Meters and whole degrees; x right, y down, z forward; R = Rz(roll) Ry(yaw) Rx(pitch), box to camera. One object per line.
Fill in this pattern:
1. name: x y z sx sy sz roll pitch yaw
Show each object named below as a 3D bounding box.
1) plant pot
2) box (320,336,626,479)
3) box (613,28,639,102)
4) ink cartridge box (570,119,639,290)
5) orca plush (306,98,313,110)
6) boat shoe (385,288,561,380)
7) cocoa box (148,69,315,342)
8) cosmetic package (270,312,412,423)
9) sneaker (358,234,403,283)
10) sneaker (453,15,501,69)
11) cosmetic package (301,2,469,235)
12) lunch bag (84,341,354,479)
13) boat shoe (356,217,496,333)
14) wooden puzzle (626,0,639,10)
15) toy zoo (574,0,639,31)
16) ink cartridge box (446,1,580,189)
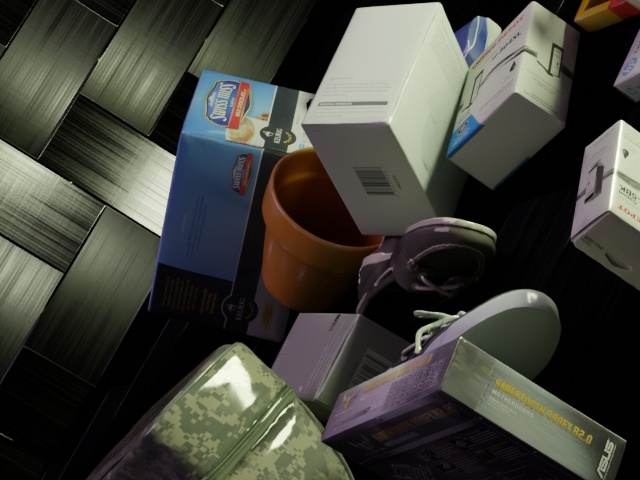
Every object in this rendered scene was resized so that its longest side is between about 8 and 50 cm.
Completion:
1. plant pot: 0.000 0.000 2.258 0.205 0.205 0.188 -73 5 -47
2. box: 0.131 0.180 1.387 0.231 0.183 0.056 -36 25 58
3. box: 0.407 -0.240 1.671 0.145 0.038 0.186 -62 13 -21
4. ink cartridge box: 0.297 -0.033 1.461 0.056 0.099 0.135 -43 20 42
5. orca plush: 0.081 -0.170 2.254 0.151 0.287 0.102 35 101 40
6. boat shoe: 0.143 0.124 1.620 0.306 0.113 0.105 124 155 -45
7. cocoa box: -0.126 -0.056 2.468 0.231 0.228 0.347 -80 4 -58
8. cosmetic package: 0.021 0.166 1.969 0.127 0.107 0.238 -63 18 -12
9. sneaker: 0.102 0.026 2.095 0.065 0.061 0.158 -30 30 49
10. sneaker: 0.119 -0.243 2.367 0.315 0.182 0.127 -42 22 47
11. cosmetic package: 0.107 -0.160 2.073 0.138 0.224 0.224 2 51 31
12. lunch bag: -0.115 0.300 1.828 0.305 0.256 0.212 -44 4 48
13. boat shoe: 0.125 0.051 1.884 0.335 0.112 0.095 145 137 -70
14. wooden puzzle: 0.426 -0.438 1.819 0.322 0.080 0.348 -53 14 13
15. toy zoo: 0.415 -0.361 1.925 0.192 0.030 0.293 -60 14 -13
16. ink cartridge box: 0.250 -0.188 1.994 0.148 0.086 0.203 -46 19 40
